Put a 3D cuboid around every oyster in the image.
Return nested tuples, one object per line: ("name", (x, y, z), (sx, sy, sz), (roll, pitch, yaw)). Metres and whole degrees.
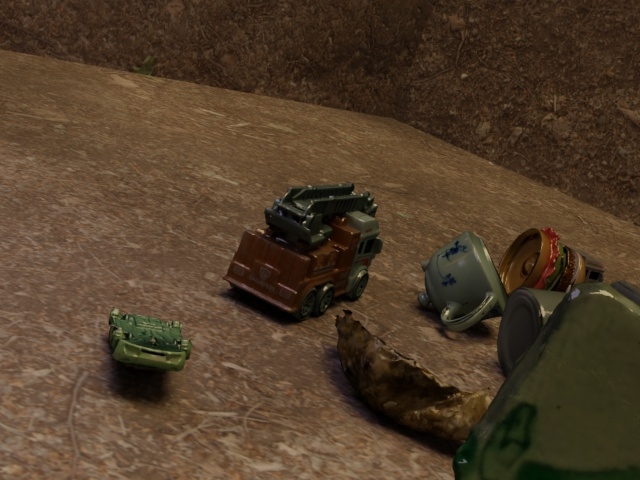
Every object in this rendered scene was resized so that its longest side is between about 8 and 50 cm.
("oyster", (0.095, 0.174, 1.256), (0.166, 0.094, 0.294), (30, -3, -25))

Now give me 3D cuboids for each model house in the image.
("model house", (0.287, 0.193, 1.091), (0.194, 0.267, 0.325), (35, 5, 9))

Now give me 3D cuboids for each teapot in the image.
("teapot", (0.234, 0.079, 1.670), (0.158, 0.159, 0.232), (16, 25, -12))

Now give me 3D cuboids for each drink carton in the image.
("drink carton", (0.384, 0.149, 1.499), (0.189, 0.191, 0.185), (9, 18, -11))

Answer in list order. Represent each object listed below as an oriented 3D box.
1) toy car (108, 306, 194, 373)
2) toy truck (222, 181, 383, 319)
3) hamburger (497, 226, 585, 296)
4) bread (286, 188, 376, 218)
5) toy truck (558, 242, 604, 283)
("toy car", (-0.200, 0.119, 1.107), (0.093, 0.058, 0.186), (14, 3, -15))
("toy truck", (0.000, 0.000, 1.537), (0.132, 0.185, 0.338), (25, 16, 20))
("hamburger", (0.434, 0.071, 1.892), (0.136, 0.175, 0.175), (30, 12, -14))
("bread", (0.018, -0.044, 1.947), (0.188, 0.068, 0.125), (17, 15, -7))
("toy truck", (0.501, 0.057, 2.084), (0.215, 0.116, 0.110), (13, 16, -23))
